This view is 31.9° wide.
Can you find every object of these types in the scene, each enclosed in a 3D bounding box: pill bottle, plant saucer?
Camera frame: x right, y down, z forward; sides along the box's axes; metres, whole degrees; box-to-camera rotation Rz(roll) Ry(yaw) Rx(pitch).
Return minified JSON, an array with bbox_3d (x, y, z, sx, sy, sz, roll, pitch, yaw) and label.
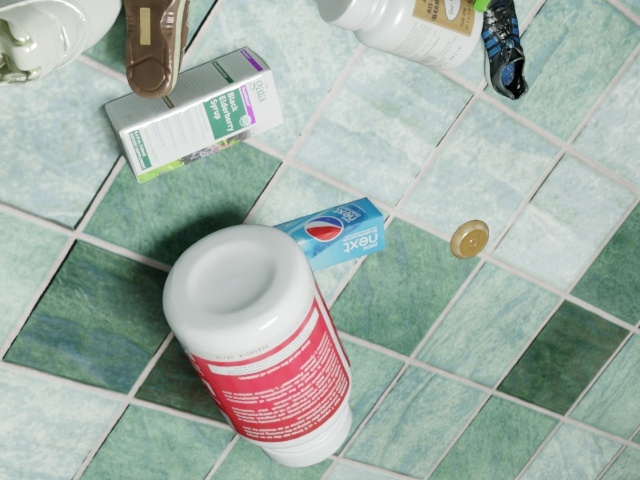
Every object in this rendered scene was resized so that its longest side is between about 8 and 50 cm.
[{"bbox_3d":[0.117,-0.341,1.659,0.229,0.131,0.131,11,115,-33],"label":"pill bottle"},{"bbox_3d":[0.277,0.002,2.050,0.083,0.015,0.083,-14,126,-20],"label":"plant saucer"},{"bbox_3d":[-0.079,0.184,1.780,0.229,0.229,0.408,-30,136,-8],"label":"pill bottle"}]

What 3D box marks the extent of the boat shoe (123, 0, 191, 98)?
[{"bbox_3d":[-0.219,-0.326,1.526,0.095,0.095,0.258,12,103,7],"label":"boat shoe"}]

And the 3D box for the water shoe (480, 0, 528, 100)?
[{"bbox_3d":[0.302,-0.321,1.805,0.073,0.080,0.203,-28,130,-10],"label":"water shoe"}]

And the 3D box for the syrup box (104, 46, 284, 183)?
[{"bbox_3d":[-0.181,-0.184,1.625,0.236,0.096,0.093,-24,129,-12],"label":"syrup box"}]

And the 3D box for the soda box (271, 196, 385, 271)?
[{"bbox_3d":[0.000,0.000,1.865,0.210,0.067,0.071,-18,128,-18],"label":"soda box"}]

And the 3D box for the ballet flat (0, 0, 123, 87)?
[{"bbox_3d":[-0.428,-0.238,1.433,0.400,0.139,0.139,-22,128,-15],"label":"ballet flat"}]

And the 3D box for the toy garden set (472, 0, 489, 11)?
[{"bbox_3d":[0.312,-0.470,1.644,0.049,0.204,0.244,26,127,-3],"label":"toy garden set"}]
